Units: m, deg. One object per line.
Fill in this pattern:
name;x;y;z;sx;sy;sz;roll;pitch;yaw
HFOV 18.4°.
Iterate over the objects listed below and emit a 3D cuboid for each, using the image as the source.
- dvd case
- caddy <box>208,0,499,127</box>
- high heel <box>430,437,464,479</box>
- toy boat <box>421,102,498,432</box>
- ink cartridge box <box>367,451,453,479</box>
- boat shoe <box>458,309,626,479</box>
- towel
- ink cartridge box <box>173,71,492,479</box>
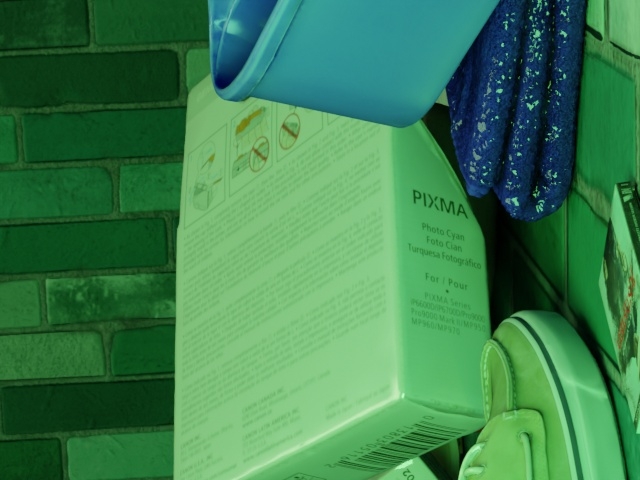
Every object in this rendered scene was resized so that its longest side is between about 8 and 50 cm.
dvd case;0.180;0.038;1.135;0.087;0.013;0.119;91;173;-46
caddy;0.018;-0.230;1.285;0.341;0.179;0.241;121;157;-48
high heel;0.106;0.168;1.982;0.186;0.093;0.261;-38;-62;-73
toy boat;0.076;0.039;1.638;0.318;0.148;0.267;-97;6;-47
ink cartridge box;0.091;0.238;1.802;0.104;0.061;0.181;51;-176;-6
boat shoe;0.134;0.159;1.229;0.302;0.094;0.109;-100;15;-46
towel;0.119;-0.180;1.393;0.308;0.076;0.228;-99;7;-57
ink cartridge box;0.000;0.000;1.526;0.308;0.091;0.385;-33;49;48
